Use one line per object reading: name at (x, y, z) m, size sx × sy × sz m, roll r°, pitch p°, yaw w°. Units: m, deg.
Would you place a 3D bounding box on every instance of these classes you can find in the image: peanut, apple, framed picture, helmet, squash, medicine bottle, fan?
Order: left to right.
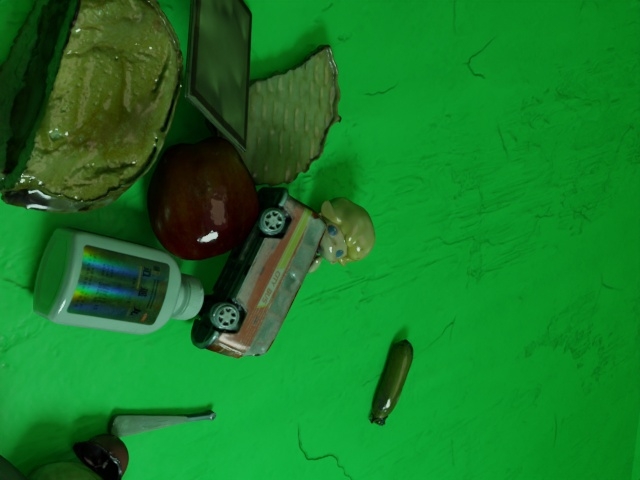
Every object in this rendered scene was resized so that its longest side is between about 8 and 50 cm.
peanut at (-0.322, 0.390, 1.069) m, size 0.129 × 0.129 × 0.224 m, roll -52°, pitch 133°, yaw -22°
helmet at (-0.303, 0.297, 1.111) m, size 0.084 × 0.065 × 0.049 m, roll 57°, pitch 36°, yaw -20°
medicine bottle at (-0.263, 0.062, 1.063) m, size 0.229 × 0.083 × 0.121 m, roll 17°, pitch 86°, yaw -48°
fan at (-0.239, 0.277, 1.202) m, size 0.193 × 0.016 × 0.038 m, roll 7°, pitch 100°, yaw -46°
apple at (-0.163, -0.061, 1.090) m, size 0.156 × 0.147 × 0.158 m, roll -16°, pitch 114°, yaw -20°
framed picture at (-0.133, -0.255, 1.055) m, size 0.173 × 0.010 × 0.231 m, roll 44°, pitch 43°, yaw -61°
squash at (0.144, 0.287, 1.584) m, size 0.052 × 0.052 × 0.183 m, roll 23°, pitch 88°, yaw -47°

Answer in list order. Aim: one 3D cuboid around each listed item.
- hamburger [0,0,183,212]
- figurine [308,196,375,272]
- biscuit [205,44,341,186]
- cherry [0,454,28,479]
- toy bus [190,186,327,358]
hamburger at (-0.264, -0.173, 0.954) m, size 0.211 × 0.132 × 0.309 m, roll 19°, pitch 88°, yaw -48°
figurine at (0.000, 0.000, 1.311) m, size 0.196 × 0.108 × 0.114 m, roll -23°, pitch 88°, yaw -33°
biscuit at (-0.063, -0.180, 1.235) m, size 0.273 × 0.036 × 0.187 m, roll -33°, pitch 124°, yaw -36°
cherry at (-0.433, 0.347, 0.812) m, size 0.326 × 0.335 × 0.291 m, roll 41°, pitch 87°, yaw -20°
toy bus at (-0.093, 0.056, 1.188) m, size 0.119 × 0.121 × 0.265 m, roll 28°, pitch 81°, yaw -24°
